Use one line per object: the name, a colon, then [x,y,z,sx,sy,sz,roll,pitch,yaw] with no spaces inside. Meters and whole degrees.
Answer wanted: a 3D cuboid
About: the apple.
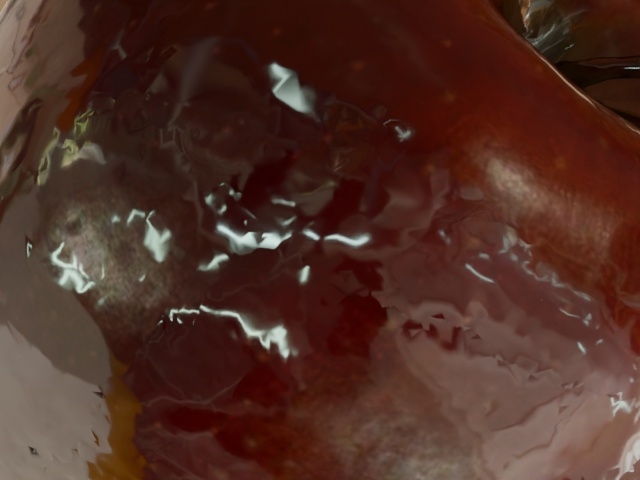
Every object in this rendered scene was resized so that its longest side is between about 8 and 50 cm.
apple: [0.000,0.000,0.556,0.288,0.288,0.317,31,135,-26]
